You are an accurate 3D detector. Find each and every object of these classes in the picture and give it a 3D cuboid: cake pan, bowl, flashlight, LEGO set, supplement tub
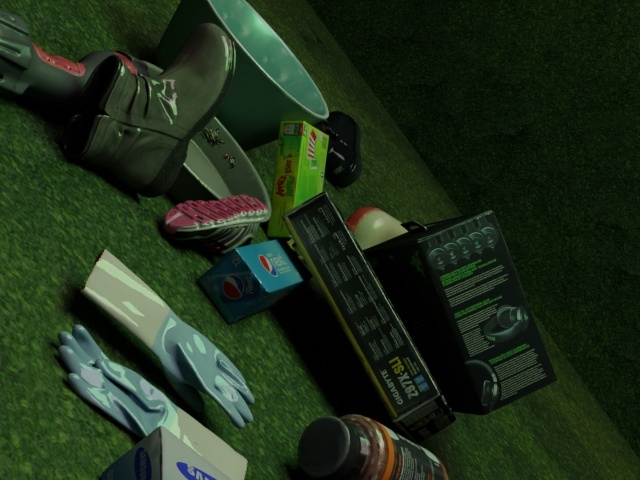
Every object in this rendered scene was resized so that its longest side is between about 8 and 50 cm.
[{"bbox_3d":[-0.185,-0.127,1.747,0.293,0.054,0.293,47,14,-16],"label":"cake pan"},{"bbox_3d":[-0.148,-0.266,1.993,0.311,0.163,0.311,47,14,-16],"label":"bowl"},{"bbox_3d":[-0.313,-0.207,1.463,0.103,0.103,0.304,34,6,27],"label":"flashlight"},{"bbox_3d":[-0.149,-0.135,1.736,0.083,0.023,0.054,63,16,-5],"label":"LEGO set"},{"bbox_3d":[0.058,0.262,1.408,0.198,0.106,0.106,36,20,-46],"label":"supplement tub"}]

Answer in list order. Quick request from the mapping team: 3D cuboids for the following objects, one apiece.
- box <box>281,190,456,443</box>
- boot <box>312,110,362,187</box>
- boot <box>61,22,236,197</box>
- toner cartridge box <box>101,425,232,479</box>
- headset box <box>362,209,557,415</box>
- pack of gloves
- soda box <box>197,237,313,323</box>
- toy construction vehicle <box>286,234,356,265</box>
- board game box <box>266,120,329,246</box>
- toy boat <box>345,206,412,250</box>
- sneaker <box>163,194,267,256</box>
[{"bbox_3d":[0.073,0.114,1.721,0.322,0.079,0.257,61,4,18],"label":"box"},{"bbox_3d":[-0.009,-0.242,2.500,0.207,0.094,0.246,47,20,-31],"label":"boot"},{"bbox_3d":[-0.203,-0.182,1.492,0.083,0.246,0.161,19,-12,35],"label":"boot"},{"bbox_3d":[-0.036,0.319,1.033,0.348,0.075,0.165,43,15,-26],"label":"toner cartridge box"},{"bbox_3d":[0.194,0.098,1.828,0.283,0.131,0.246,69,-18,-4],"label":"headset box"},{"bbox_3d":[-0.163,0.142,1.200,0.232,0.046,0.195,43,27,-16],"label":"pack of gloves"},{"bbox_3d":[-0.081,0.049,1.596,0.071,0.067,0.210,52,13,6],"label":"soda box"},{"bbox_3d":[0.000,0.000,1.880,0.035,0.098,0.086,65,4,19],"label":"toy construction vehicle"},{"bbox_3d":[-0.034,-0.086,1.916,0.092,0.043,0.181,22,73,-62],"label":"board game box"},{"bbox_3d":[0.067,0.022,2.042,0.151,0.151,0.231,25,-3,35],"label":"toy boat"},{"bbox_3d":[-0.137,-0.010,1.587,0.063,0.075,0.170,30,25,30],"label":"sneaker"}]
